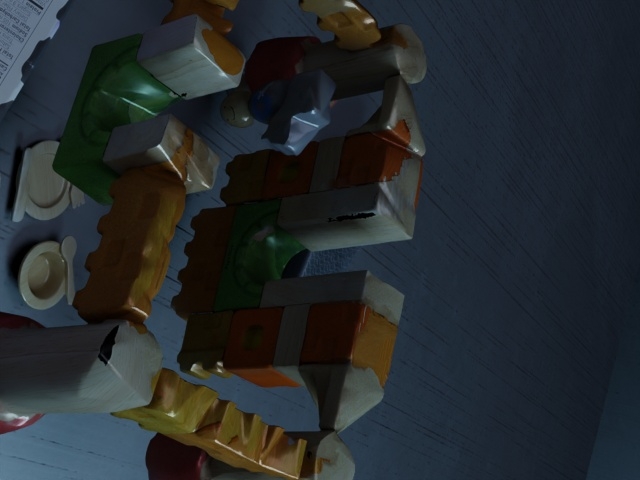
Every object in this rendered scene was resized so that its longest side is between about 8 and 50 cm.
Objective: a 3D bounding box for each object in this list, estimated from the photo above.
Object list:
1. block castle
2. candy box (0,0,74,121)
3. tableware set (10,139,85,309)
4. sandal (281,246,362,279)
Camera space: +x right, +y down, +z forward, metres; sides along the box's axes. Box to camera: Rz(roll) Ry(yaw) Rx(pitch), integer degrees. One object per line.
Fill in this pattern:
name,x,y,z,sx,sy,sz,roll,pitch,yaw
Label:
block castle,-0.096,-0.034,0.837,0.303,0.213,0.453,38,55,-44
candy box,-0.210,-0.139,0.669,0.070,0.165,0.196,34,67,-23
tableware set,-0.238,-0.005,0.812,0.168,0.020,0.141,-13,109,-57
sandal,-0.001,0.000,1.187,0.097,0.054,0.254,43,71,-47
